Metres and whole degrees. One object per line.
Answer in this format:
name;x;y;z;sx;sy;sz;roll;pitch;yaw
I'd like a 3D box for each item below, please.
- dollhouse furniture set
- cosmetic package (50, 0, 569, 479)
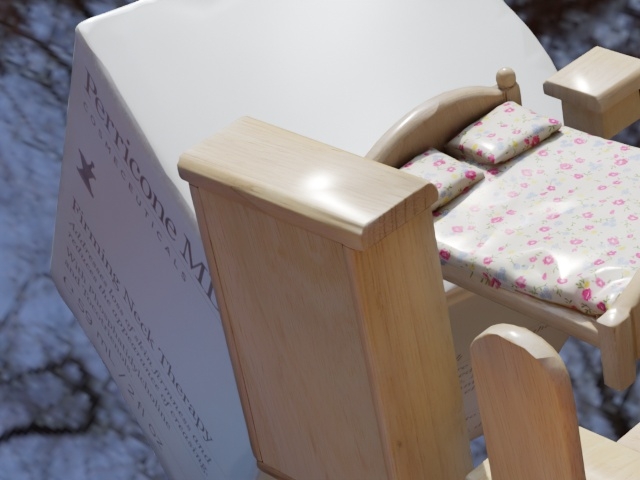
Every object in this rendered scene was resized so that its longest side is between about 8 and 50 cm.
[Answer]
dollhouse furniture set;0.126;-0.029;0.913;0.355;0.303;0.174;-34;-51;-31
cosmetic package;0.000;0.000;1.581;0.327;0.329;0.394;-23;-23;-23
